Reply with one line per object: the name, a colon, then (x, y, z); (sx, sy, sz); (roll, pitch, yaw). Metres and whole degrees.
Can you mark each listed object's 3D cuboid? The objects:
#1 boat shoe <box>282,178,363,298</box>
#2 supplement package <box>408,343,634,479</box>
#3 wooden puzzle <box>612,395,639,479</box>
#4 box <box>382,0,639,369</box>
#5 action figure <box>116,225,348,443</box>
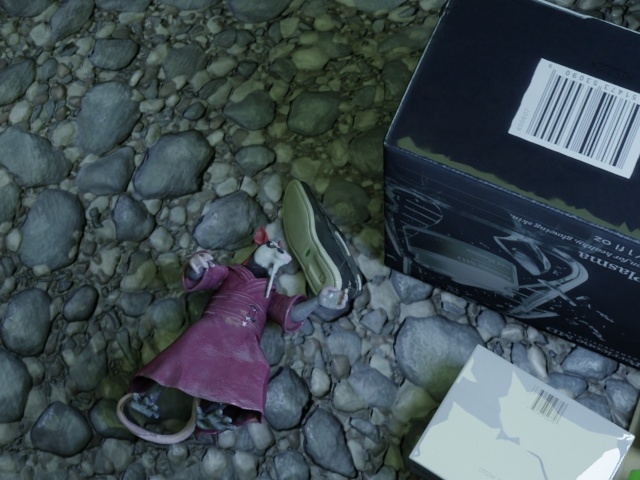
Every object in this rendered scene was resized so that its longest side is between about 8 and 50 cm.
boat shoe: (0.000, 0.000, 1.812); (0.079, 0.084, 0.233); (-1, 55, -37)
supplement package: (0.293, 0.318, 1.620); (0.261, 0.145, 0.204); (31, 75, 14)
wooden puzzle: (0.542, 0.305, 1.503); (0.080, 0.347, 0.322); (40, 61, -22)
box: (0.359, -0.074, 1.589); (0.479, 0.472, 0.298); (22, 74, 12)
action figure: (-0.131, 0.145, 1.728); (0.248, 0.276, 0.370); (29, 53, -6)
